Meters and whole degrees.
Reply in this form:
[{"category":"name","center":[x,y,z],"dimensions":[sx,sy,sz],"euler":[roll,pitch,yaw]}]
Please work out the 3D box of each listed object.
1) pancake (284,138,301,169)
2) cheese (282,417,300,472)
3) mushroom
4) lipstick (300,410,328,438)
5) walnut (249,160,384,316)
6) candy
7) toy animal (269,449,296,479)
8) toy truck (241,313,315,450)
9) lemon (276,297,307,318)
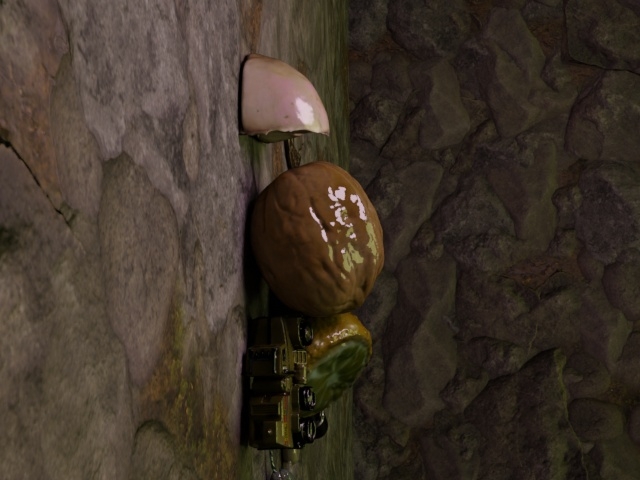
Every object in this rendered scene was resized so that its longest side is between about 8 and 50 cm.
[{"category":"pancake","center":[-0.073,-0.269,1.967],"dimensions":[0.184,0.020,0.190],"euler":[-39,129,-80]},{"category":"cheese","center":[-0.071,0.513,1.789],"dimensions":[0.097,0.038,0.192],"euler":[76,14,-55]},{"category":"mushroom","center":[-0.062,-0.290,1.517],"dimensions":[0.236,0.162,0.173],"euler":[-28,118,-83]},{"category":"lipstick","center":[-0.030,0.450,1.946],"dimensions":[0.299,0.081,0.081],"euler":[76,15,-63]},{"category":"walnut","center":[-0.002,0.001,1.514],"dimensions":[0.312,0.252,0.277],"euler":[65,12,2]},{"category":"candy","center":[-0.005,0.260,1.607],"dimensions":[0.118,0.260,0.259],"euler":[42,-22,33]},{"category":"toy animal","center":[-0.089,0.502,1.619],"dimensions":[0.079,0.070,0.252],"euler":[3,-71,63]},{"category":"toy truck","center":[-0.087,0.265,1.427],"dimensions":[0.127,0.127,0.256],"euler":[38,49,-61]},{"category":"lemon","center":[-0.015,0.134,1.739],"dimensions":[0.248,0.184,0.184],"euler":[-92,176,-55]}]
